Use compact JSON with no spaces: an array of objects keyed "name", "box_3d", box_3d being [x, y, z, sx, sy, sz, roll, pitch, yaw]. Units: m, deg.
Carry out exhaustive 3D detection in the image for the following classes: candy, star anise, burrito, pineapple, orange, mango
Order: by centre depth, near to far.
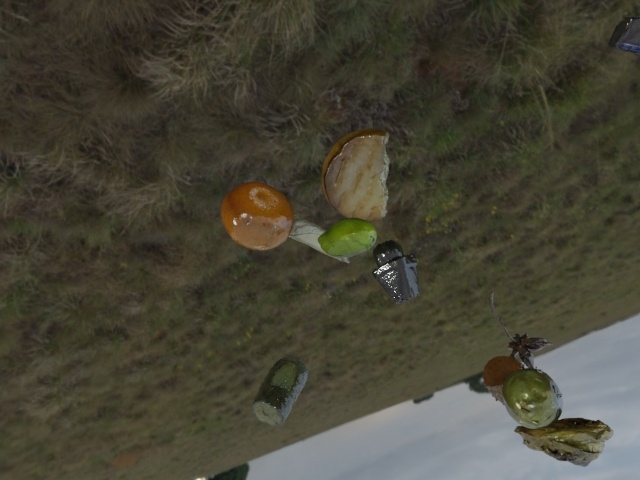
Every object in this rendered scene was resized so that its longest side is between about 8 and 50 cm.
[{"name":"candy","box_3d":[0.711,-0.349,0.791,0.088,0.312,0.061,-48,155,-58]},{"name":"mango","box_3d":[0.058,-0.009,0.972,0.165,0.074,0.091,-8,133,50]},{"name":"orange","box_3d":[-0.192,-0.073,1.310,0.224,0.224,0.170,-7,144,-32]},{"name":"burrito","box_3d":[0.000,0.000,1.485,0.275,0.059,0.082,29,99,-14]},{"name":"star anise","box_3d":[0.682,0.311,1.493,0.148,0.218,0.227,-31,127,23]},{"name":"pineapple","box_3d":[0.695,0.534,1.514,0.158,0.158,0.278,-33,115,25]}]

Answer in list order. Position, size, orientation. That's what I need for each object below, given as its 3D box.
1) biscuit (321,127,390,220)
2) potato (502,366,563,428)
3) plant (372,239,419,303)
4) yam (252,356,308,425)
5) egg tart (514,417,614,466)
[{"name":"biscuit","box_3d":[0.107,-0.191,1.258,0.213,0.091,0.274,0,118,-9]},{"name":"potato","box_3d":[0.606,0.444,1.214,0.143,0.169,0.248,-3,160,43]},{"name":"plant","box_3d":[0.303,0.121,1.720,0.164,0.256,0.142,-29,167,37]},{"name":"yam","box_3d":[-0.151,0.553,1.566,0.154,0.154,0.254,-34,-170,27]},{"name":"egg tart","box_3d":[0.750,0.620,1.322,0.297,0.132,0.297,1,162,0]}]
